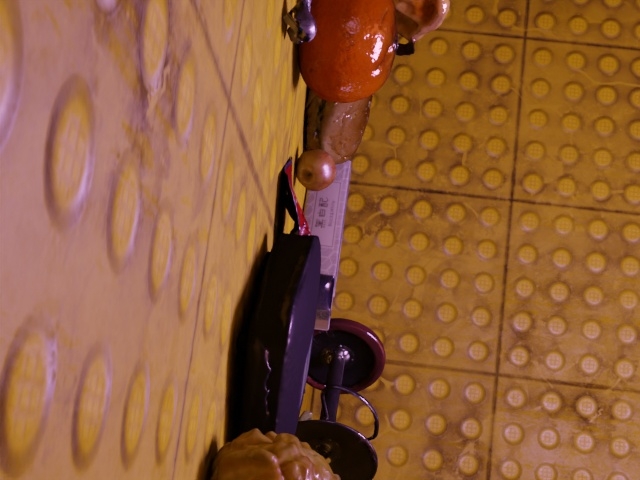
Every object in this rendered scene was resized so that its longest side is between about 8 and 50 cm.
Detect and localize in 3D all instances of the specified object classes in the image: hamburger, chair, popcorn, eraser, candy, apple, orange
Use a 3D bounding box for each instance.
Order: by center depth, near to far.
[{"bbox_3d":[-0.047,0.359,1.181,0.233,0.192,0.266,37,42,-79],"label":"popcorn"},{"bbox_3d":[-0.025,-0.391,1.402,0.094,0.051,0.226,-99,-166,-60],"label":"candy"},{"bbox_3d":[0.048,-0.346,1.668,0.224,0.170,0.224,5,90,-88],"label":"orange"},{"bbox_3d":[-0.011,-0.135,1.877,0.071,0.084,0.084,-32,135,-50],"label":"apple"},{"bbox_3d":[0.045,-0.292,2.043,0.285,0.134,0.266,89,6,-50],"label":"hamburger"},{"bbox_3d":[0.167,-0.576,2.062,0.349,0.348,0.382,51,39,-85],"label":"popcorn"},{"bbox_3d":[0.022,0.325,2.088,0.401,0.226,0.227,-80,176,-55],"label":"chair"},{"bbox_3d":[0.000,0.000,2.172,0.098,0.096,0.404,94,5,-56],"label":"eraser"}]

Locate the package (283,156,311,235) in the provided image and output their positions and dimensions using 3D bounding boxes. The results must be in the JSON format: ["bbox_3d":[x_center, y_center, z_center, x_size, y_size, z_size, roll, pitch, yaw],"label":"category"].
[{"bbox_3d":[-0.041,-0.001,1.706,0.194,0.071,0.270,-126,-144,-73],"label":"package"}]

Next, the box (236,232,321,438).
[{"bbox_3d":[-0.066,0.195,1.450,0.350,0.091,0.359,-74,170,-65],"label":"box"}]

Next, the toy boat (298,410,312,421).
[{"bbox_3d":[-0.067,0.526,2.210,0.111,0.084,0.276,-45,139,-81],"label":"toy boat"}]
